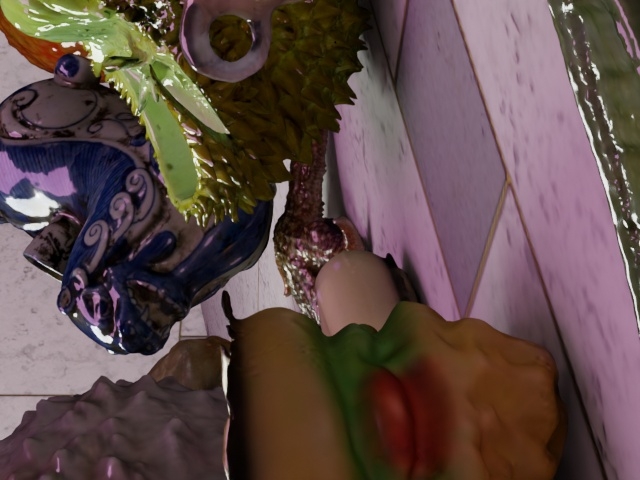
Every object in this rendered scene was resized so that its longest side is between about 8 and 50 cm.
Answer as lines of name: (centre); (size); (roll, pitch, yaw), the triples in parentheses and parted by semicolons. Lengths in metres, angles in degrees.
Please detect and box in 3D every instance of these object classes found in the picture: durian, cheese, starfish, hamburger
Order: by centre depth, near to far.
hamburger: (0.033, 0.134, 0.620); (0.237, 0.148, 0.237); (179, 90, -84)
cheese: (0.050, 0.126, 0.830); (0.127, 0.054, 0.252); (84, 171, -47)
durian: (-0.070, -0.132, 0.859); (0.237, 0.176, 0.200); (50, -177, 38)
starfish: (-0.008, 0.002, 1.080); (0.213, 0.057, 0.238); (-156, 55, -72)

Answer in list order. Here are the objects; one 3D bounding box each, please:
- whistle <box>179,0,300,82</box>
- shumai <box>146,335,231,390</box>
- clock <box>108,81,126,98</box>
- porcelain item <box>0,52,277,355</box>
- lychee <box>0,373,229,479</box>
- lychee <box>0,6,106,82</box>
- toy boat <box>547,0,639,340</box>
whistle: (-0.022, -0.231, 0.533); (0.189, 0.189, 0.348); (-154, 67, -80)
shumai: (-0.100, 0.250, 1.450); (0.283, 0.217, 0.346); (-148, 46, -79)
clock: (-0.097, -0.127, 1.228); (0.143, 0.096, 0.202); (40, 166, 6)
porcelain item: (-0.161, -0.023, 1.151); (0.288, 0.186, 0.138); (24, 163, 41)
lychee: (-0.101, 0.283, 0.973); (0.432, 0.380, 0.380); (-146, 45, -60)
lychee: (-0.191, -0.268, 1.376); (0.300, 0.255, 0.255); (-48, 41, 33)
toy boat: (0.106, 0.079, 0.360); (0.093, 0.055, 0.293); (-145, 45, -80)
